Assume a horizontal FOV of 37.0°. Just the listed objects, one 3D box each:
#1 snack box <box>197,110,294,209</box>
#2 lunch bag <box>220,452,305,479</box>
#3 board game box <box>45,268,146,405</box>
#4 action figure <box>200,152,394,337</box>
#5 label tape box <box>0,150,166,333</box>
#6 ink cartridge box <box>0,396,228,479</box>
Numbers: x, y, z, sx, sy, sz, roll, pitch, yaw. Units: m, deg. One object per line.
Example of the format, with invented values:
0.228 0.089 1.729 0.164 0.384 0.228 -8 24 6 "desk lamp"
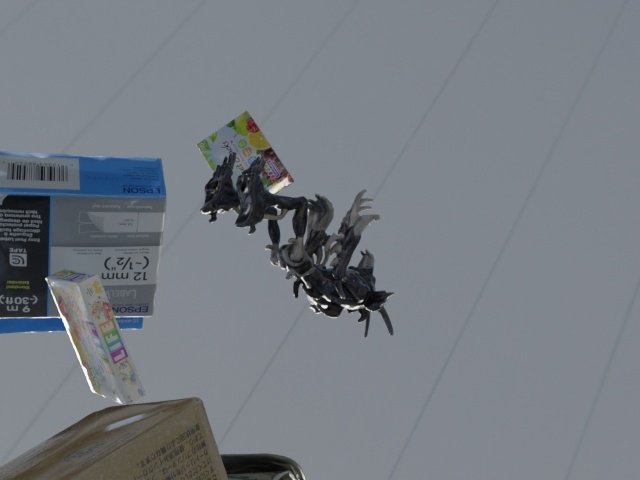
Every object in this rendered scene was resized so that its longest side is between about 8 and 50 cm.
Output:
-0.119 -0.122 1.509 0.100 0.037 0.141 -35 -117 2 "snack box"
-0.134 0.284 0.859 0.235 0.287 0.169 -5 -92 6 "lunch bag"
-0.261 0.111 1.107 0.026 0.103 0.154 -28 -73 -32 "board game box"
0.000 0.000 1.133 0.275 0.164 0.141 40 -112 -27 "action figure"
-0.374 0.040 1.451 0.249 0.348 0.115 1 -144 -17 "label tape box"
-0.127 0.209 0.451 0.234 0.088 0.193 -26 -79 -54 "ink cartridge box"
